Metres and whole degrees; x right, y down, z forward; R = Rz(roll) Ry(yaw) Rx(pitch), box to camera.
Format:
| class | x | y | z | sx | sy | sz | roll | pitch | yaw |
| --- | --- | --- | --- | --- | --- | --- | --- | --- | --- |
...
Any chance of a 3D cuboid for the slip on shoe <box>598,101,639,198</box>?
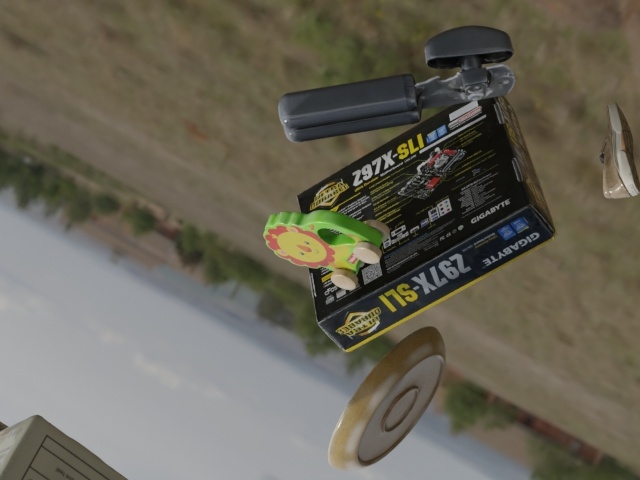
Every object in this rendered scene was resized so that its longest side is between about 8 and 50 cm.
| class | x | y | z | sx | sy | sz | roll | pitch | yaw |
| --- | --- | --- | --- | --- | --- | --- | --- | --- | --- |
| slip on shoe | 0.356 | -0.108 | 1.869 | 0.041 | 0.135 | 0.051 | -20 | 146 | 23 |

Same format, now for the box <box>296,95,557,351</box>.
| class | x | y | z | sx | sy | sz | roll | pitch | yaw |
| --- | --- | --- | --- | --- | --- | --- | --- | --- | --- |
| box | 0.129 | -0.032 | 2.017 | 0.079 | 0.322 | 0.257 | 47 | -159 | -36 |

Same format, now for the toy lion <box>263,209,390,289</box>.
| class | x | y | z | sx | sy | sz | roll | pitch | yaw |
| --- | --- | --- | --- | --- | --- | --- | --- | --- | --- |
| toy lion | 0.000 | 0.000 | 1.337 | 0.096 | 0.034 | 0.100 | 25 | 152 | -8 |

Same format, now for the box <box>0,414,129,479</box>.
| class | x | y | z | sx | sy | sz | roll | pitch | yaw |
| --- | --- | --- | --- | --- | --- | --- | --- | --- | --- |
| box | -0.220 | 0.282 | 0.968 | 0.148 | 0.311 | 0.121 | 42 | 140 | -18 |

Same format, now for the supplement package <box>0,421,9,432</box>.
| class | x | y | z | sx | sy | sz | roll | pitch | yaw |
| --- | --- | --- | --- | --- | --- | --- | --- | --- | --- |
| supplement package | -0.424 | 0.312 | 1.574 | 0.199 | 0.263 | 0.198 | 24 | -171 | 34 |

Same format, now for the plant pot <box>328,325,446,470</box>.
| class | x | y | z | sx | sy | sz | roll | pitch | yaw |
| --- | --- | --- | --- | --- | --- | --- | --- | --- | --- |
| plant pot | 0.099 | 0.222 | 2.094 | 0.032 | 0.236 | 0.236 | 35 | 179 | 24 |

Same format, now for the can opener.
| class | x | y | z | sx | sy | sz | roll | pitch | yaw |
| --- | --- | --- | --- | --- | --- | --- | --- | --- | --- |
| can opener | 0.090 | -0.187 | 1.827 | 0.283 | 0.095 | 0.076 | -9 | 159 | 5 |
